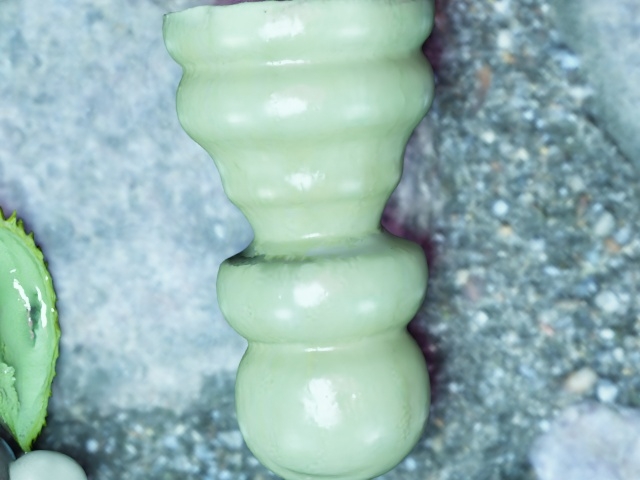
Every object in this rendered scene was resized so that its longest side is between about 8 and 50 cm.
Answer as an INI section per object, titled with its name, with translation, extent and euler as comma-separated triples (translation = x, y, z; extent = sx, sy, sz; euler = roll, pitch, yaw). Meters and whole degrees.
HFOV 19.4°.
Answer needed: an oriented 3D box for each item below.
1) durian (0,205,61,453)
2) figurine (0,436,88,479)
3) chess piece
[durian]
translation = -0.228, 0.038, 1.282
extent = 0.086, 0.100, 0.215
euler = -17, 108, -4
[figurine]
translation = -0.359, 0.155, 1.258
extent = 0.365, 0.206, 0.218
euler = 37, 115, 17
[chess piece]
translation = 0.000, 0.000, 1.260
extent = 0.182, 0.182, 0.330
euler = -5, 96, 1
